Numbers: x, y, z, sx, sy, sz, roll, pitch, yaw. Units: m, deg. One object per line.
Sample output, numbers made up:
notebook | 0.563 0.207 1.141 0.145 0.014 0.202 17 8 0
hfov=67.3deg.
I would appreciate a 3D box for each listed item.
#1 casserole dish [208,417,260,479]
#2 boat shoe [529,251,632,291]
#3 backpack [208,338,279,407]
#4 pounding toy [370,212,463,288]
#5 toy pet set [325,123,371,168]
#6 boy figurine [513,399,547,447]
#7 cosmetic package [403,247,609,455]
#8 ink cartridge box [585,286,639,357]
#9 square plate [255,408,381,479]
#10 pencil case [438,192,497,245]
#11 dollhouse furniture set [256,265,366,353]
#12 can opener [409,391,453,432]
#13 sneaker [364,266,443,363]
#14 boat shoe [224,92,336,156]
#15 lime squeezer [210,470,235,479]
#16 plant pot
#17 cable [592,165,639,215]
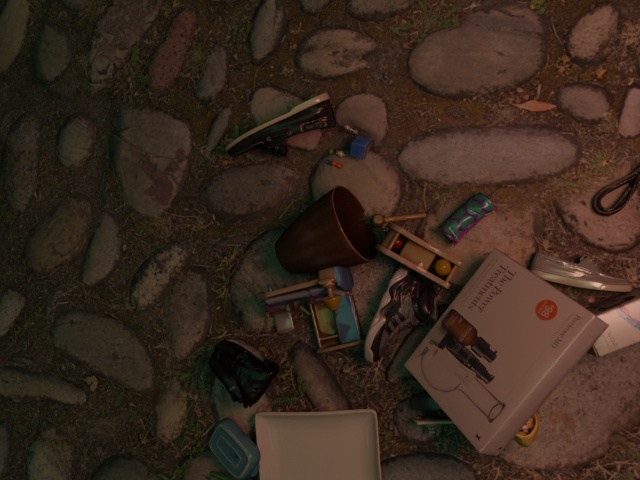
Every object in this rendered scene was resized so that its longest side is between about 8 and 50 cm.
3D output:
casserole dish | -0.247 0.587 1.349 0.188 0.037 0.114 35 104 28
boat shoe | 0.635 0.073 1.173 0.228 0.079 0.081 11 92 18
backpack | -0.221 0.357 1.348 0.182 0.115 0.152 33 82 16
pounding toy | 0.245 -0.006 1.242 0.270 0.154 0.154 30 93 15
toy pet set | 0.077 -0.263 1.354 0.114 0.065 0.122 22 91 15
boy figurine | 0.461 0.336 1.147 0.177 0.092 0.285 0 64 20
cosmetic package | 0.406 0.247 1.111 0.377 0.097 0.284 -56 41 10
ink cartridge box | 0.701 0.181 1.107 0.213 0.154 0.093 -27 79 11
square plate | 0.000 0.633 1.299 0.344 0.049 0.346 -7 83 13
pencil case | 0.386 -0.057 1.256 0.152 0.064 0.070 -42 52 8
dollhouse furniture set | -0.040 0.198 1.219 0.287 0.303 0.198 -16 80 12
can opener | 0.367 0.435 1.211 0.281 0.074 0.093 -3 83 14
sneaker | 0.220 0.215 1.253 0.153 0.101 0.268 22 88 18
boat shoe | -0.110 -0.299 1.381 0.340 0.127 0.113 -25 102 8
lime squeezer | -0.187 0.710 1.304 0.310 0.059 0.109 36 137 27
plant pot | 0.000 0.000 1.294 0.231 0.215 0.215 -27 79 25
cable | 0.793 -0.170 1.160 0.287 0.072 0.139 -25 74 11
